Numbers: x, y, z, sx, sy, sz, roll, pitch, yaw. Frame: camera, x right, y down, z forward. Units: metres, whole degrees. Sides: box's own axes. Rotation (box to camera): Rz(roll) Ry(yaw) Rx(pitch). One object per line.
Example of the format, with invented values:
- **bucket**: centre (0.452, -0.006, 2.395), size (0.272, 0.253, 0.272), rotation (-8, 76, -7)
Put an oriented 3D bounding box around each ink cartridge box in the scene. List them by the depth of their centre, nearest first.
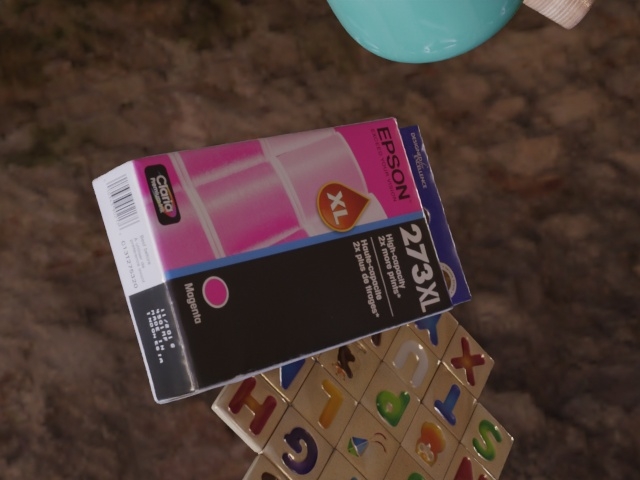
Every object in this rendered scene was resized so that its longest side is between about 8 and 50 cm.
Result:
- **ink cartridge box**: centre (0.000, 0.000, 1.030), size (0.371, 0.176, 0.069), rotation (-14, 175, -45)

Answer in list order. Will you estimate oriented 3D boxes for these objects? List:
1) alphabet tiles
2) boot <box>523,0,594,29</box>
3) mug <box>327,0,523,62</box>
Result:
- **alphabet tiles**: centre (0.052, 0.168, 1.140), size (0.011, 0.285, 0.342), rotation (-29, -161, 43)
- **boot**: centre (0.286, -0.427, 1.624), size (0.283, 0.220, 0.109), rotation (-59, -170, -26)
- **mug**: centre (0.076, -0.178, 0.757), size (0.157, 0.097, 0.129), rotation (-25, -130, 8)
